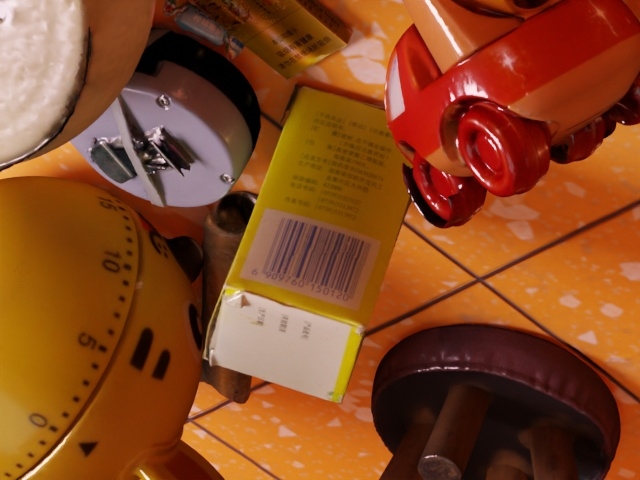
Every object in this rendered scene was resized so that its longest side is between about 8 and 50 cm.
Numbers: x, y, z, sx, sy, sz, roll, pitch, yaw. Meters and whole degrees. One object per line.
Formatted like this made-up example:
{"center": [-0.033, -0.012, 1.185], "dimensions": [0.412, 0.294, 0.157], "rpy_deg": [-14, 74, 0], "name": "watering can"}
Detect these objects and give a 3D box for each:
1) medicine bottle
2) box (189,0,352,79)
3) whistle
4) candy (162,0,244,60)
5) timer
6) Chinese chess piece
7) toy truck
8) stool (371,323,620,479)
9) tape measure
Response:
{"center": [0.000, 0.000, 1.769], "dimensions": [0.141, 0.250, 0.137], "rpy_deg": [17, 145, 6], "name": "medicine bottle"}
{"center": [-0.056, -0.207, 1.711], "dimensions": [0.156, 0.022, 0.089], "rpy_deg": [39, 138, -26], "name": "box"}
{"center": [-0.094, 0.067, 2.050], "dimensions": [0.068, 0.057, 0.326], "rpy_deg": [17, 144, 6], "name": "whistle"}
{"center": [-0.105, -0.189, 1.751], "dimensions": [0.083, 0.030, 0.020], "rpy_deg": [26, 174, -19], "name": "candy"}
{"center": [-0.250, 0.119, 1.964], "dimensions": [0.387, 0.376, 0.376], "rpy_deg": [31, 142, -30], "name": "timer"}
{"center": [-0.307, -0.224, 1.612], "dimensions": [0.349, 0.146, 0.349], "rpy_deg": [10, 122, 16], "name": "Chinese chess piece"}
{"center": [0.139, -0.160, 1.568], "dimensions": [0.239, 0.189, 0.265], "rpy_deg": [60, 158, 3], "name": "toy truck"}
{"center": [0.169, 0.233, 2.052], "dimensions": [0.272, 0.178, 0.272], "rpy_deg": [11, 141, 9], "name": "stool"}
{"center": [-0.149, -0.111, 1.807], "dimensions": [0.181, 0.107, 0.182], "rpy_deg": [-13, 131, 44], "name": "tape measure"}
